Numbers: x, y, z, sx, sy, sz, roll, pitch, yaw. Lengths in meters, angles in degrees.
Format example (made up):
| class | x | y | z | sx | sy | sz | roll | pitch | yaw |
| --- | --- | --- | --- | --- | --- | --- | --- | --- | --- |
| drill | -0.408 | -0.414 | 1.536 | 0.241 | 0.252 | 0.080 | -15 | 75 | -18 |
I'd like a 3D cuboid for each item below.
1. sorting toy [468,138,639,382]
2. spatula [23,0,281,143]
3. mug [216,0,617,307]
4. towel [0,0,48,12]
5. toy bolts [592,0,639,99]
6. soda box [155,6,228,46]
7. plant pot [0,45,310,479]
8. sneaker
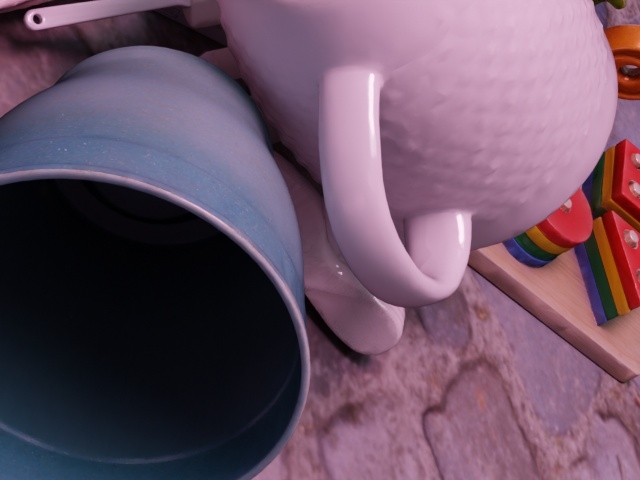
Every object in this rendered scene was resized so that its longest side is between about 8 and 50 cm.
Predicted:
| class | x | y | z | sx | sy | sz | roll | pitch | yaw |
| --- | --- | --- | --- | --- | --- | --- | --- | --- | --- |
| sorting toy | 0.281 | -0.026 | 1.478 | 0.257 | 0.089 | 0.255 | 37 | 44 | -22 |
| spatula | -0.131 | -0.144 | 1.161 | 0.242 | 0.019 | 0.168 | -17 | 97 | -38 |
| mug | 0.063 | -0.131 | 1.070 | 0.328 | 0.276 | 0.374 | 44 | 44 | -58 |
| towel | -0.287 | -0.331 | 1.081 | 0.317 | 0.053 | 0.332 | -36 | 96 | -49 |
| toy bolts | 0.276 | -0.260 | 1.523 | 0.218 | 0.228 | 0.158 | 36 | 54 | -30 |
| soda box | -0.055 | -0.218 | 1.294 | 0.216 | 0.069 | 0.074 | 23 | 50 | -33 |
| plant pot | -0.135 | 0.001 | 0.945 | 0.271 | 0.271 | 0.255 | 37 | 29 | -20 |
| sneaker | 0.000 | 0.000 | 1.213 | 0.212 | 0.080 | 0.094 | 53 | 28 | -14 |
